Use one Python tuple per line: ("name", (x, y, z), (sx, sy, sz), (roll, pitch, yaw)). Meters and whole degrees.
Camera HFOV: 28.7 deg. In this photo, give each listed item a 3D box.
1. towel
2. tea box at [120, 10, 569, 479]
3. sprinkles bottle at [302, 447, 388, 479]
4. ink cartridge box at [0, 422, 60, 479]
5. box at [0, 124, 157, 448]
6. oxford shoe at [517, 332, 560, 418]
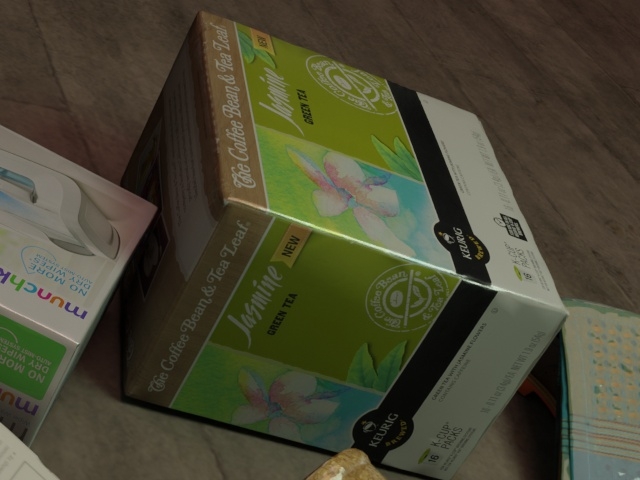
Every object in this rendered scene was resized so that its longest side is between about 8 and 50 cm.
("towel", (0.401, 0.208, 1.204), (0.370, 0.040, 0.272), (13, 54, -4))
("tea box", (0.000, 0.000, 1.147), (0.323, 0.220, 0.329), (17, 31, -21))
("sprinkles bottle", (0.113, 0.303, 0.870), (0.355, 0.121, 0.121), (40, 30, 19))
("ink cartridge box", (-0.298, 0.196, 0.743), (0.385, 0.091, 0.308), (44, 27, -9))
("box", (-0.292, 0.010, 0.968), (0.262, 0.127, 0.231), (28, 27, -5))
("oxford shoe", (0.292, 0.155, 1.293), (0.271, 0.098, 0.097), (38, 30, 15))
